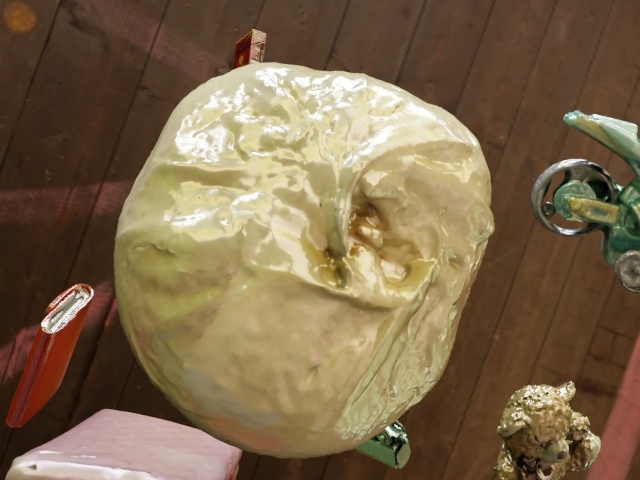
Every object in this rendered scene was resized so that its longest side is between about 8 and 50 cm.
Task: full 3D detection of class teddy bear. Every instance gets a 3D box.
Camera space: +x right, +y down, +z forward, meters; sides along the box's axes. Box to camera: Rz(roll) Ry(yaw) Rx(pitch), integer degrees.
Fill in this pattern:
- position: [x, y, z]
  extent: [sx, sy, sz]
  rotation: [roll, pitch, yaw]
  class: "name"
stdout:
- position: [0.437, 0.396, 1.401]
  extent: [0.267, 0.156, 0.256]
  rotation: [-29, -45, -23]
  class: "teddy bear"

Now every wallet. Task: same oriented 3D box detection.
- position: [-0.424, 0.178, 1.097]
  extent: [0.045, 0.142, 0.204]
  rotation: [27, -65, -3]
  class: "wallet"

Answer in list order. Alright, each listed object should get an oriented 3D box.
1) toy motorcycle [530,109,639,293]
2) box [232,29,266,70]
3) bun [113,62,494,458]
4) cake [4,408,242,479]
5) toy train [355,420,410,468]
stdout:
- position: [0.366, -0.037, 0.686]
  extent: [0.297, 0.109, 0.198]
  rotation: [20, -69, 9]
  class: "toy motorcycle"
- position: [-0.098, -0.237, 0.951]
  extent: [0.023, 0.052, 0.081]
  rotation: [12, -102, -32]
  class: "box"
- position: [0.000, 0.000, 0.608]
  extent: [0.361, 0.213, 0.360]
  rotation: [6, -107, -20]
  class: "bun"
- position: [-0.241, 0.361, 0.881]
  extent: [0.230, 0.309, 0.236]
  rotation: [15, -90, 6]
  class: "cake"
- position: [0.058, 0.259, 0.966]
  extent: [0.038, 0.148, 0.070]
  rotation: [-37, -50, -40]
  class: "toy train"
